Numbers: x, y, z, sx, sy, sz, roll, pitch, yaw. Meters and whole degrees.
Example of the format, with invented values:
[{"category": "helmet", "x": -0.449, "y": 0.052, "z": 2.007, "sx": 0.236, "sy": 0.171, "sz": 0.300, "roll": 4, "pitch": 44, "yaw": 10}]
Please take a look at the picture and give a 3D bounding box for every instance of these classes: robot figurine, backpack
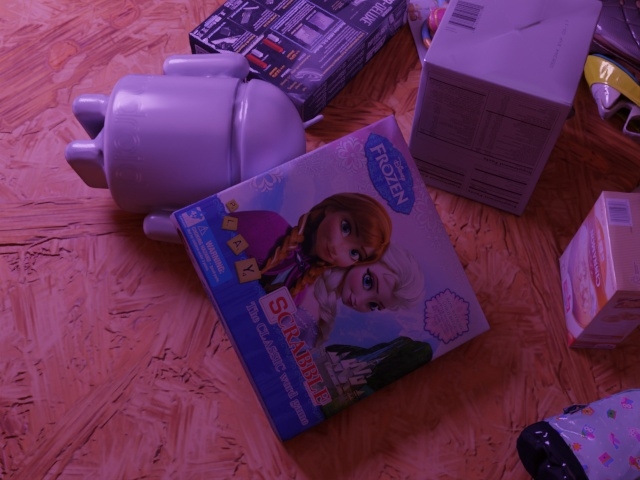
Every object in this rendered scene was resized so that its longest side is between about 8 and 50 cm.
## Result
[{"category": "robot figurine", "x": -0.174, "y": -0.133, "z": 1.070, "sx": 0.353, "sy": 0.200, "sz": 0.300, "roll": 2, "pitch": 77, "yaw": 0}, {"category": "backpack", "x": 0.353, "y": 0.261, "z": 0.907, "sx": 0.182, "sy": 0.115, "sz": 0.152, "roll": -18, "pitch": 60, "yaw": -13}]

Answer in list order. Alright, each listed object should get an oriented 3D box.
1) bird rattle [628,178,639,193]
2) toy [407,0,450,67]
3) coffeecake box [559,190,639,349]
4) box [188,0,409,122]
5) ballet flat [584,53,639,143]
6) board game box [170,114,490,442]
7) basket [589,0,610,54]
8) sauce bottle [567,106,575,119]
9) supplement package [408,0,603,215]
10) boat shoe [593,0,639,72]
[{"category": "bird rattle", "x": 0.526, "y": 0.005, "z": 1.076, "sx": 0.207, "sy": 0.143, "sz": 0.253, "roll": 24, "pitch": 76, "yaw": 25}, {"category": "toy", "x": 0.227, "y": -0.385, "z": 1.299, "sx": 0.137, "sy": 0.056, "sz": 0.237, "roll": -10, "pitch": 61, "yaw": -5}, {"category": "coffeecake box", "x": 0.382, "y": 0.045, "z": 0.987, "sx": 0.068, "sy": 0.185, "sz": 0.142, "roll": 3, "pitch": 60, "yaw": 1}, {"category": "box", "x": -0.031, "y": -0.363, "z": 1.271, "sx": 0.242, "sy": 0.076, "sz": 0.307, "roll": 33, "pitch": 66, "yaw": 16}, {"category": "ballet flat", "x": 0.499, "y": -0.212, "z": 1.200, "sx": 0.077, "sy": 0.077, "sz": 0.231, "roll": -43, "pitch": 71, "yaw": -7}, {"category": "board game box", "x": 0.018, "y": 0.044, "z": 0.971, "sx": 0.318, "sy": 0.066, "sz": 0.318, "roll": -27, "pitch": 94, "yaw": -14}, {"category": "basket", "x": 0.467, "y": -0.511, "z": 1.227, "sx": 0.328, "sy": 0.331, "sz": 0.266, "roll": -1, "pitch": 55, "yaw": -1}, {"category": "sauce bottle", "x": 0.402, "y": -0.258, "z": 1.240, "sx": 0.042, "sy": 0.042, "sz": 0.128, "roll": 1, "pitch": 63, "yaw": 0}, {"category": "supplement package", "x": 0.254, "y": -0.209, "z": 1.082, "sx": 0.198, "sy": 0.262, "sz": 0.199, "roll": 20, "pitch": 62, "yaw": 11}, {"category": "boat shoe", "x": 0.571, "y": -0.281, "z": 1.198, "sx": 0.324, "sy": 0.116, "sz": 0.123, "roll": 25, "pitch": 67, "yaw": 0}]
